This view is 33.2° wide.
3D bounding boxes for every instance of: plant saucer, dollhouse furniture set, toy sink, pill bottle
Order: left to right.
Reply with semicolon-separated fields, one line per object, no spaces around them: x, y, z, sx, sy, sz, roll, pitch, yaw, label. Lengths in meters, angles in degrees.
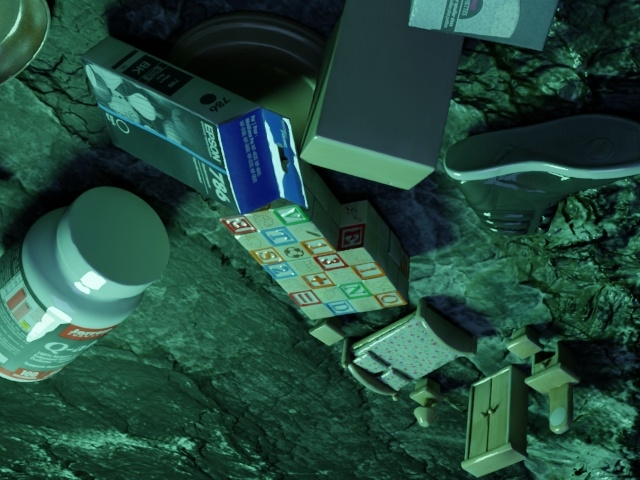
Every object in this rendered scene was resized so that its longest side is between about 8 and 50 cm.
-0.505;-0.271;1.375;0.311;0.050;0.310;-20;160;-7;plant saucer
-0.411;0.072;1.722;0.210;0.210;0.363;33;135;-23;pill bottle
-0.083;-0.192;1.476;0.278;0.041;0.277;6;140;5;plant saucer
0.078;-0.201;1.334;0.153;0.234;0.131;14;169;-8;toy sink
0.201;0.226;1.786;0.356;0.173;0.303;34;134;-25;dollhouse furniture set

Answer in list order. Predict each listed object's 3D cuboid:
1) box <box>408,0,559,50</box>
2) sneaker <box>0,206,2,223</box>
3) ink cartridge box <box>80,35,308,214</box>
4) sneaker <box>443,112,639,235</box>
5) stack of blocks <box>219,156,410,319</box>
0.193;-0.350;1.150;0.164;0.142;0.247;10;139;1;box
-0.652;-0.081;1.704;0.305;0.114;0.152;23;152;-7;sneaker
-0.169;-0.143;1.414;0.333;0.065;0.165;26;147;31;ink cartridge box
0.329;-0.082;1.463;0.296;0.104;0.147;-4;139;26;sneaker
0.000;0.000;1.608;0.171;0.087;0.297;-11;143;25;stack of blocks
